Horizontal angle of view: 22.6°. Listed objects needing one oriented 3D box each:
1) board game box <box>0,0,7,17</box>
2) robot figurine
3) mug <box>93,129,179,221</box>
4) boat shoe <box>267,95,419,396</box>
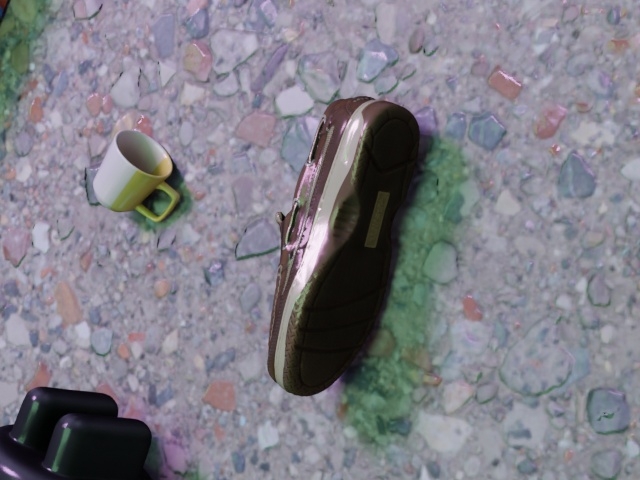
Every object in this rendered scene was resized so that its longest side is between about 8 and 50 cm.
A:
[{"bbox_3d":[-0.436,-0.214,1.632,0.144,0.142,0.275,31,103,31],"label":"board game box"},{"bbox_3d":[-0.253,0.274,1.450,0.173,0.209,0.278,20,99,-6],"label":"robot figurine"},{"bbox_3d":[-0.178,-0.054,1.499,0.064,0.062,0.078,-50,55,29],"label":"mug"},{"bbox_3d":[0.006,0.002,1.364,0.095,0.095,0.257,22,92,47],"label":"boat shoe"}]
